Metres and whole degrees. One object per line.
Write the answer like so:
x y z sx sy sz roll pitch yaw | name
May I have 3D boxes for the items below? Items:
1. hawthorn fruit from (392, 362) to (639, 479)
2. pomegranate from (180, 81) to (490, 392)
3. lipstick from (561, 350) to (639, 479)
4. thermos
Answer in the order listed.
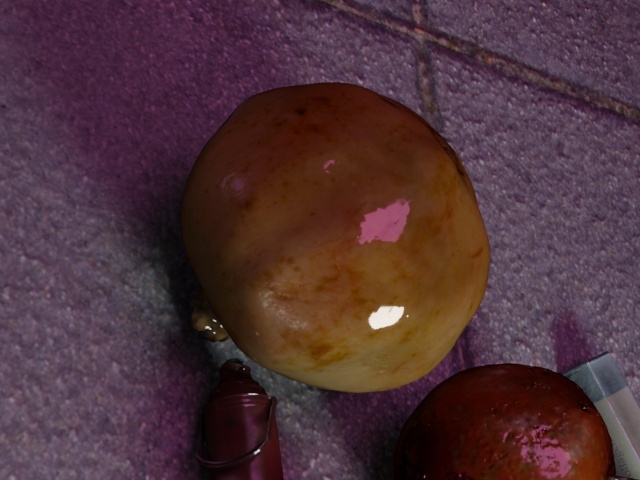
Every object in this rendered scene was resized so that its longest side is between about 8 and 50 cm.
0.241 0.295 1.653 0.316 0.316 0.316 18 55 -28 | hawthorn fruit
0.000 0.000 1.586 0.411 0.411 0.411 18 55 -28 | pomegranate
0.484 0.331 1.956 0.068 0.066 0.317 -17 76 -43 | lipstick
-0.093 0.256 1.546 0.124 0.099 0.232 50 28 -59 | thermos
